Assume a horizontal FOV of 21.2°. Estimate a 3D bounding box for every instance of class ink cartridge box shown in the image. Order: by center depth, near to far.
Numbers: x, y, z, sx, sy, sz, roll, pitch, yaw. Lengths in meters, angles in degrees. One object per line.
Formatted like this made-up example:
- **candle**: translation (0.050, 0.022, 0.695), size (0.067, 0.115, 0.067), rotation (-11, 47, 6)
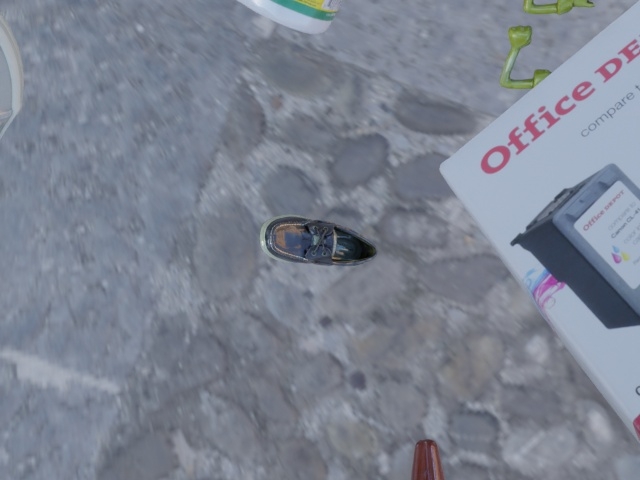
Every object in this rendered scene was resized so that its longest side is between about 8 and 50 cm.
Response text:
- **ink cartridge box**: translation (0.242, 0.008, 0.983), size (0.226, 0.306, 0.131), rotation (-39, 138, 6)

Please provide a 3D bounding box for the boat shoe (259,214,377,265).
- **boat shoe**: translation (0.000, 0.000, 1.886), size (0.152, 0.049, 0.056), rotation (4, 86, -43)

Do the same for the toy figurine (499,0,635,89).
- **toy figurine**: translation (0.288, -0.241, 1.359), size (0.191, 0.217, 0.362), rotation (16, 104, -11)

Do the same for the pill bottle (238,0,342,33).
- **pill bottle**: translation (-0.003, -0.310, 1.599), size (0.117, 0.117, 0.208), rotation (23, 107, -14)

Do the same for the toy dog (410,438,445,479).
- **toy dog**: translation (0.019, 0.256, 1.190), size (0.334, 0.161, 0.220), rotation (-26, 145, 23)

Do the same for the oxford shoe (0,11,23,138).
- **oxford shoe**: translation (-0.425, -0.119, 1.828), size (0.169, 0.449, 0.130), rotation (27, 54, -4)
